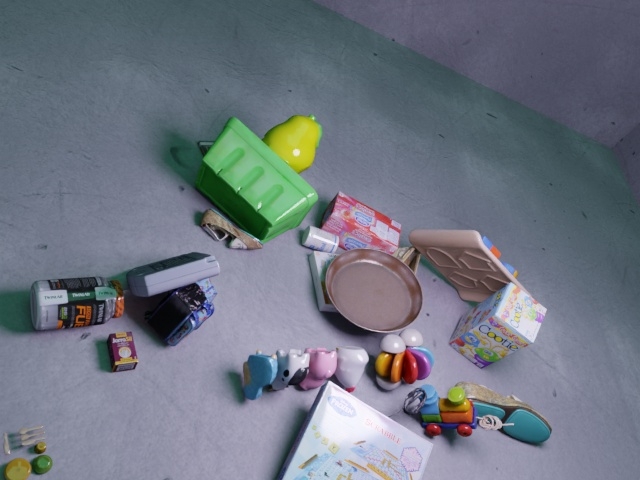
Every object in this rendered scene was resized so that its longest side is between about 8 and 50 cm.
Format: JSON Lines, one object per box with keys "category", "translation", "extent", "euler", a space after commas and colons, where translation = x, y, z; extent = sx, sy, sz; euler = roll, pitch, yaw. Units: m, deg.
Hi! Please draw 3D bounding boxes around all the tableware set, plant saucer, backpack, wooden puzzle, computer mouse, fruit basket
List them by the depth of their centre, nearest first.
{"category": "tableware set", "translation": [-0.618, 0.433, 1.156], "extent": [0.154, 0.024, 0.104], "euler": [-6, 60, -38]}
{"category": "backpack", "translation": [-0.335, 0.165, 1.490], "extent": [0.117, 0.158, 0.173], "euler": [48, 31, 1]}
{"category": "computer mouse", "translation": [0.188, 0.476, 1.566], "extent": [0.242, 0.041, 0.071], "euler": [-29, 47, -14]}
{"category": "plant saucer", "translation": [0.161, 0.156, 1.786], "extent": [0.310, 0.050, 0.311], "euler": [8, 49, -9]}
{"category": "fruit basket", "translation": [-0.154, -0.228, 1.830], "extent": [0.391, 0.283, 0.392], "euler": [8, 65, -17]}
{"category": "wooden puzzle", "translation": [0.497, 0.076, 1.920], "extent": [0.348, 0.322, 0.080], "euler": [47, 68, -24]}

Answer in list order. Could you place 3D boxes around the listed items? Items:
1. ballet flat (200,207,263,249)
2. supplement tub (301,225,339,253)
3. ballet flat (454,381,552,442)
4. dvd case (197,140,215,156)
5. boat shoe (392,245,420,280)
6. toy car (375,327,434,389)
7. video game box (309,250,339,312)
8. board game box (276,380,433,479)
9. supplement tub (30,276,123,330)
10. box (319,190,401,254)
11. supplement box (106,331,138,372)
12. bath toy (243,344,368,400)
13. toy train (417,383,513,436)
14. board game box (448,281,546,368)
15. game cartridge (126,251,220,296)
{"category": "ballet flat", "translation": [-0.272, -0.015, 1.762], "extent": [0.206, 0.073, 0.067], "euler": [32, 69, 0]}
{"category": "supplement tub", "translation": [0.000, 0.000, 1.909], "extent": [0.107, 0.071, 0.071], "euler": [19, 45, -16]}
{"category": "ballet flat", "translation": [0.553, 0.513, 1.788], "extent": [0.348, 0.123, 0.123], "euler": [22, 44, -15]}
{"category": "dvd case", "translation": [-0.303, -0.253, 1.976], "extent": [0.164, 0.018, 0.221], "euler": [-6, 57, -37]}
{"category": "boat shoe", "translation": [0.273, 0.113, 1.948], "extent": [0.105, 0.089, 0.285], "euler": [53, 34, -28]}
{"category": "toy car", "translation": [0.250, 0.350, 1.674], "extent": [0.182, 0.159, 0.136], "euler": [-10, 19, -39]}
{"category": "video game box", "translation": [0.068, 0.134, 1.852], "extent": [0.187, 0.048, 0.205], "euler": [7, 50, -25]}
{"category": "board game box", "translation": [0.078, 0.559, 1.405], "extent": [0.318, 0.066, 0.318], "euler": [33, 58, -4]}
{"category": "supplement tub", "translation": [-0.570, 0.145, 1.372], "extent": [0.190, 0.117, 0.117], "euler": [-3, 55, -34]}
{"category": "box", "translation": [0.134, -0.037, 1.989], "extent": [0.256, 0.123, 0.128], "euler": [27, 42, -10]}
{"category": "supplement box", "translation": [-0.469, 0.264, 1.386], "extent": [0.054, 0.043, 0.083], "euler": [-3, 54, -33]}
{"category": "bath toy", "translation": [-0.029, 0.347, 1.542], "extent": [0.348, 0.151, 0.129], "euler": [4, 89, -34]}
{"category": "toy train", "translation": [0.394, 0.459, 1.612], "extent": [0.105, 0.247, 0.143], "euler": [-70, 145, -46]}
{"category": "board game box", "translation": [0.556, 0.276, 1.854], "extent": [0.142, 0.275, 0.144], "euler": [37, 56, 2]}
{"category": "game cartridge", "translation": [-0.372, 0.080, 1.437], "extent": [0.198, 0.297, 0.062], "euler": [-21, 99, -20]}
